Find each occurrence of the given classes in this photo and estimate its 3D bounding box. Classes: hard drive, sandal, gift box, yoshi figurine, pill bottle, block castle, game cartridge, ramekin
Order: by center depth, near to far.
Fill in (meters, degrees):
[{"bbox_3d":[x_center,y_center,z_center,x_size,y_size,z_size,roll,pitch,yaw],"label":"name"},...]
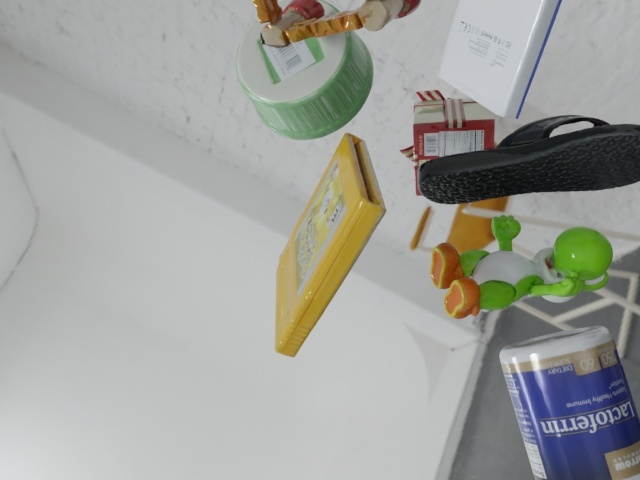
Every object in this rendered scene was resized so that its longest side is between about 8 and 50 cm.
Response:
[{"bbox_3d":[0.353,0.260,0.820,0.153,0.153,0.264,128,128,-75],"label":"pill bottle"},{"bbox_3d":[0.283,-0.373,0.912,0.210,0.040,0.318,-121,38,-52],"label":"hard drive"},{"bbox_3d":[-0.007,-0.592,1.069,0.212,0.303,0.453,-53,-47,-45],"label":"block castle"},{"bbox_3d":[0.000,0.000,1.075,0.323,0.053,0.285,-59,18,25],"label":"game cartridge"},{"bbox_3d":[0.390,-0.159,1.079,0.167,0.446,0.106,44,-134,-55],"label":"sandal"},{"bbox_3d":[0.420,0.045,1.202,0.203,0.363,0.203,176,89,-78],"label":"yoshi figurine"},{"bbox_3d":[-0.043,-0.396,1.375,0.303,0.304,0.148,-63,-23,-5],"label":"ramekin"},{"bbox_3d":[0.366,-0.290,1.761,0.258,0.277,0.254,-68,-21,-60],"label":"gift box"}]
